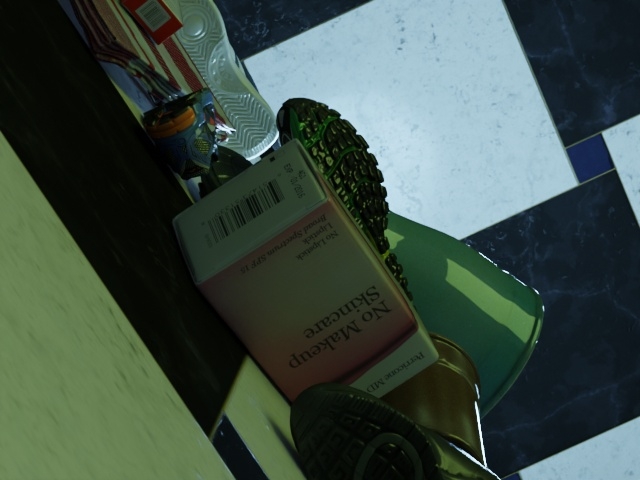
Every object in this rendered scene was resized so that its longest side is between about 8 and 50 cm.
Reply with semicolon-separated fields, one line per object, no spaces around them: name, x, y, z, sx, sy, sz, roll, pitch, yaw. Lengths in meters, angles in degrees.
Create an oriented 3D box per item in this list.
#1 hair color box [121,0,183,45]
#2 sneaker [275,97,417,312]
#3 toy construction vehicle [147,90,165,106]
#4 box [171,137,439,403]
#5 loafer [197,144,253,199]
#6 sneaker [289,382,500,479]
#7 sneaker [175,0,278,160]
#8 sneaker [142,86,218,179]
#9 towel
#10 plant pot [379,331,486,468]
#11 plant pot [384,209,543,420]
hair color box;-0.209;-0.299;1.772;0.072;0.043;0.141;49;11;-24
sneaker;0.000;0.000;1.700;0.134;0.146;0.344;-20;98;-58
toy construction vehicle;-0.191;-0.178;1.879;0.086;0.035;0.098;53;5;-50
box;-0.013;0.047;1.377;0.232;0.148;0.127;54;5;-34
loafer;-0.087;-0.011;1.640;0.096;0.084;0.267;13;28;-36
sneaker;0.073;0.209;1.300;0.286;0.109;0.130;39;4;-29
sneaker;-0.192;-0.275;2.144;0.148;0.131;0.350;50;-9;53
sneaker;-0.154;-0.116;1.631;0.221;0.083;0.087;-81;151;-77
towel;-0.232;-0.256;1.750;0.237;0.037;0.329;58;10;25
plant pot;0.098;0.207;1.500;0.167;0.167;0.165;55;13;-25
plant pot;0.107;0.094;1.895;0.255;0.272;0.271;40;8;-16
